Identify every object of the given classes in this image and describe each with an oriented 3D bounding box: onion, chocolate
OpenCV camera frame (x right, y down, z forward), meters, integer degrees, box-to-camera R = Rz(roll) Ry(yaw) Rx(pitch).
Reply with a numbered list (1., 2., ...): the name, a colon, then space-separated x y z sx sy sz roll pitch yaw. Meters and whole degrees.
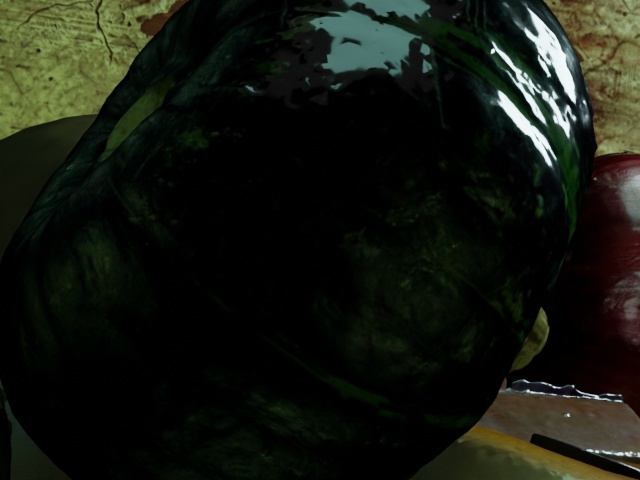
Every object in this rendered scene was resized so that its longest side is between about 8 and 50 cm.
1. onion: 0.243 0.069 1.671 0.232 0.314 0.314 10 3 -1
2. chocolate: 0.105 0.166 1.410 0.321 0.112 0.112 7 11 -19

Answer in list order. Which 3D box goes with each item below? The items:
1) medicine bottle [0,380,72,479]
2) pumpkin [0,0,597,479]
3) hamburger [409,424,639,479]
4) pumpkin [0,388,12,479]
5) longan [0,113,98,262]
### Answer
1. medicine bottle: -0.142 0.118 1.064 0.273 0.165 0.165 8 3 -8
2. pumpkin: 0.000 0.000 0.899 0.238 0.315 0.315 35 -1 -10
3. hamburger: 0.124 0.174 0.935 0.237 0.147 0.237 15 -1 0
4. pumpkin: -0.226 0.109 0.862 0.146 0.190 0.190 27 -7 -31
5. longan: -0.162 0.048 1.331 0.297 0.297 0.297 8 3 0
